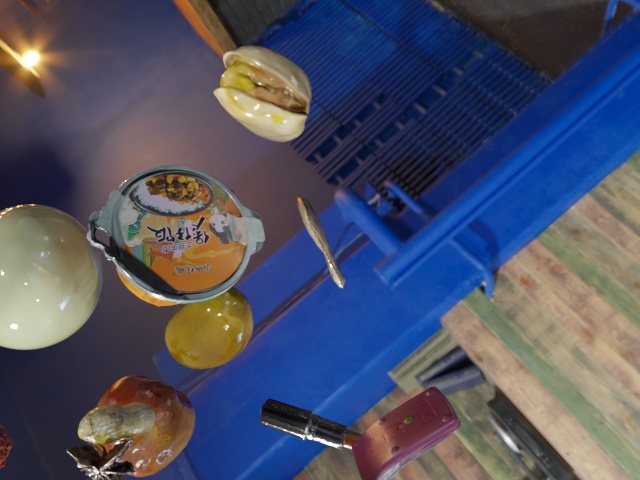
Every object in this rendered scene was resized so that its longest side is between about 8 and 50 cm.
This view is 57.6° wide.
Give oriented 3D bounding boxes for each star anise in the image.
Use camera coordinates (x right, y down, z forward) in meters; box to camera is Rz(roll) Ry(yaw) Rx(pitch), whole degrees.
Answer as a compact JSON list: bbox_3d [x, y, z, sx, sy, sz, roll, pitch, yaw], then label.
[{"bbox_3d":[-0.473,0.476,1.299,0.144,0.141,0.158,-99,11,-70],"label":"star anise"}]

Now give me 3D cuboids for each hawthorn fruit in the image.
[{"bbox_3d":[-0.505,0.533,1.612,0.277,0.277,0.298,50,-138,-36],"label":"hawthorn fruit"}]

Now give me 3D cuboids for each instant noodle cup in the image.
[{"bbox_3d":[-0.190,0.010,0.747,0.208,0.177,0.125,14,152,-21],"label":"instant noodle cup"}]

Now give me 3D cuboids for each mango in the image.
[{"bbox_3d":[-0.241,0.198,1.313,0.175,0.254,0.139,24,-137,-33],"label":"mango"}]

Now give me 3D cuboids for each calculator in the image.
[{"bbox_3d":[0.138,0.324,0.979,0.034,0.190,0.126,53,-178,-16],"label":"calculator"}]

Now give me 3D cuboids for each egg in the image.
[{"bbox_3d":[-0.397,0.050,0.802,0.186,0.186,0.241,49,137,5],"label":"egg"}]

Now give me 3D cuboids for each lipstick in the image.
[{"bbox_3d":[-0.022,0.511,1.598,0.300,0.081,0.081,15,173,10],"label":"lipstick"}]

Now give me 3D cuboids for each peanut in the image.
[{"bbox_3d":[-0.470,0.423,1.359,0.087,0.087,0.207,49,-164,26],"label":"peanut"}]

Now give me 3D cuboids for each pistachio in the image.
[{"bbox_3d":[-0.142,-0.391,1.584,0.309,0.230,0.230,19,-158,-44],"label":"pistachio"}]

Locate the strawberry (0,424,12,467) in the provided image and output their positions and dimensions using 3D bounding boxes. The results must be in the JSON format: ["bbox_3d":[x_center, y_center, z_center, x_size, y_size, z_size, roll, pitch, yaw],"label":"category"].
[{"bbox_3d":[-0.848,0.497,1.393,0.234,0.178,0.234,23,127,33],"label":"strawberry"}]

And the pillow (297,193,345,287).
[{"bbox_3d":[0.001,0.002,1.261,0.211,0.034,0.135,64,178,-24],"label":"pillow"}]
